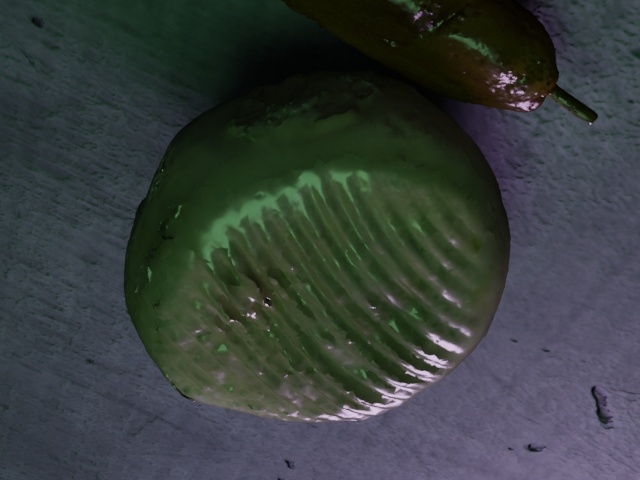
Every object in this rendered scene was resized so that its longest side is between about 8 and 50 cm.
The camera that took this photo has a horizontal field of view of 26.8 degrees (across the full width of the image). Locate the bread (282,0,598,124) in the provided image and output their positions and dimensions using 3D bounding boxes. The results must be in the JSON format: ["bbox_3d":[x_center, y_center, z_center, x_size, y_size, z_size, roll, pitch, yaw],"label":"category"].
[{"bbox_3d":[0.071,-0.186,1.035,0.344,0.084,0.124,30,164,-9],"label":"bread"}]

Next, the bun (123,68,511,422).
[{"bbox_3d":[0.000,0.000,1.178,0.326,0.234,0.362,27,128,-14],"label":"bun"}]
